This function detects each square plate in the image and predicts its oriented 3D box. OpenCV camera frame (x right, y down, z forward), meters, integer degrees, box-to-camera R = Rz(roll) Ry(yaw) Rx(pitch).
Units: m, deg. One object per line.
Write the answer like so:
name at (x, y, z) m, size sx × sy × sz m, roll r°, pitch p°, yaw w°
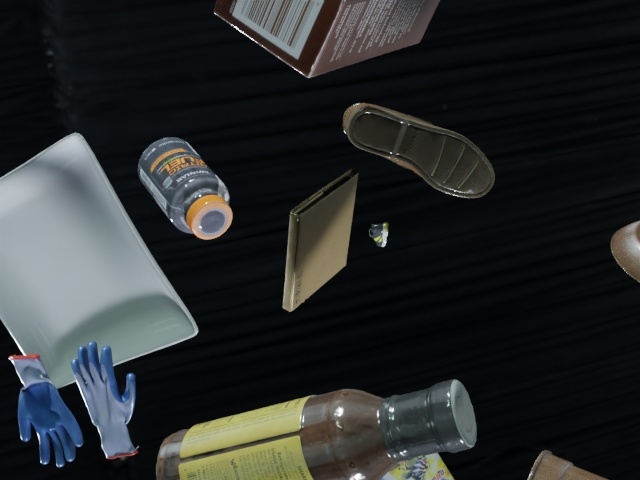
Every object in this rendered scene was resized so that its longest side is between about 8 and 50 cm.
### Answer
square plate at (-0.390, 0.042, 1.459) m, size 0.344 × 0.347 × 0.049 m, roll 61°, pitch -149°, yaw -11°

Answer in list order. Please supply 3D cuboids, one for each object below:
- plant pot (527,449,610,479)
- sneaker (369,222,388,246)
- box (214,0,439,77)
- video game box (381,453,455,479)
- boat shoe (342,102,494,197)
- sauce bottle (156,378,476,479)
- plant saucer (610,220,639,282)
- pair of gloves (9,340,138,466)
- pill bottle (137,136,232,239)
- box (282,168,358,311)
plant pot at (0.390, 0.410, 1.379) m, size 0.165 × 0.167 × 0.167 m, roll 11°, pitch 119°, yaw 29°
sneaker at (0.107, -0.014, 1.754) m, size 0.083 × 0.035 × 0.031 m, roll 95°, pitch -179°, yaw -65°
box at (0.032, -0.385, 1.473) m, size 0.191 × 0.381 × 0.143 m, roll 36°, pitch 121°, yaw 14°
video game box at (0.093, 0.377, 1.439) m, size 0.048 × 0.205 × 0.187 m, roll 25°, pitch 152°, yaw 53°
boat shoe at (0.186, -0.181, 1.770) m, size 0.110 × 0.307 × 0.104 m, roll -60°, pitch 15°, yaw 14°
sauce bottle at (-0.007, 0.221, 0.998) m, size 0.111 × 0.344 × 0.111 m, roll 45°, pitch -144°, yaw -48°
plant saucer at (0.550, 0.020, 1.450) m, size 0.198 × 0.199 × 0.036 m, roll -122°, pitch 33°, yaw -47°
pair of gloves at (-0.310, 0.208, 1.189) m, size 0.023 × 0.198 × 0.159 m, roll -37°, pitch -65°, yaw -63°
pill bottle at (-0.266, -0.100, 1.900) m, size 0.245 × 0.130 × 0.130 m, roll 46°, pitch 146°, yaw 44°
box at (0.000, 0.000, 1.549) m, size 0.021 × 0.164 × 0.201 m, roll 27°, pitch 133°, yaw 25°
